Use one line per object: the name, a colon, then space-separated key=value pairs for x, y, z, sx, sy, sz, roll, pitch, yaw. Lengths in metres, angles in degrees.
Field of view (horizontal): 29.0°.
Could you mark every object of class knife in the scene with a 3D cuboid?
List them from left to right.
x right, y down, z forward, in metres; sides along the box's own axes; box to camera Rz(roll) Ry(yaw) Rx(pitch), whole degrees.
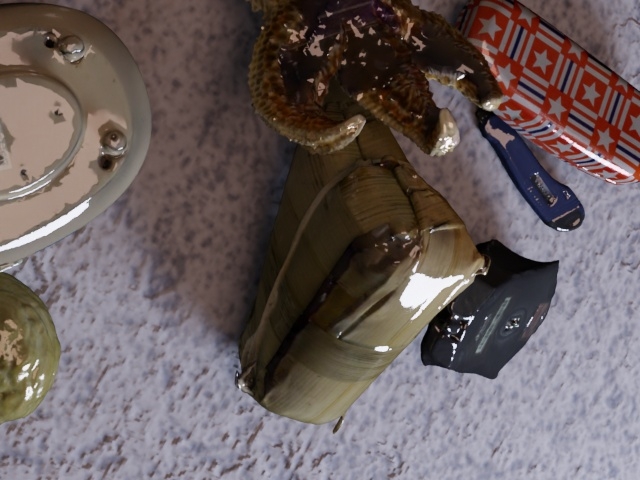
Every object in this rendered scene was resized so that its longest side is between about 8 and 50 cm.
knife: x=0.152 y=-0.052 z=0.898 sx=0.031 sy=0.018 sz=0.121 roll=-43 pitch=113 yaw=-7

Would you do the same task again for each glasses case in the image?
glasses case: x=0.167 y=-0.101 z=0.878 sx=0.194 sy=0.049 sz=0.073 roll=30 pitch=72 yaw=-27

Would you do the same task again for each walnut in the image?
walnut: x=-0.192 y=0.063 z=0.710 sx=0.092 sy=0.092 sz=0.092 roll=-4 pitch=99 yaw=-26

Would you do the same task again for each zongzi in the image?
zongzi: x=0.000 y=0.000 z=0.803 sx=0.099 sy=0.197 sz=0.194 roll=10 pitch=129 yaw=-38

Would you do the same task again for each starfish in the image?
starfish: x=0.010 y=-0.149 z=0.758 sx=0.238 sy=0.071 sz=0.216 roll=39 pitch=52 yaw=-3

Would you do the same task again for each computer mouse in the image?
computer mouse: x=0.108 y=0.043 z=0.847 sx=0.172 sy=0.057 sz=0.099 roll=2 pitch=121 yaw=-61

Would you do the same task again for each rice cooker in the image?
rice cooker: x=-0.189 y=-0.052 z=0.668 sx=0.206 sy=0.127 sz=0.145 roll=-30 pitch=105 yaw=-29
